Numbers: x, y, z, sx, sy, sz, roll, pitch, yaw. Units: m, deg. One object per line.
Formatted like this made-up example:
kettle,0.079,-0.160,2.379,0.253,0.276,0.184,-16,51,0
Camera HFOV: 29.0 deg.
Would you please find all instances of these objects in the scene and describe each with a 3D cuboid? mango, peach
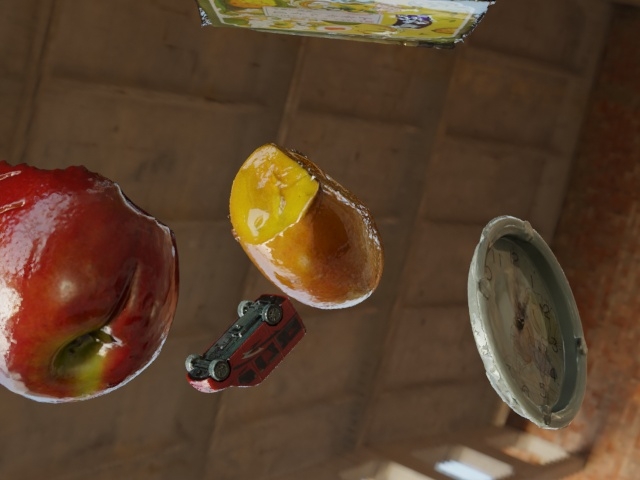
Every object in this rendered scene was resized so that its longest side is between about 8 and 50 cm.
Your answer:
mango,0.000,0.000,1.496,0.138,0.187,0.257,-37,-43,10
peach,-0.218,0.016,1.016,0.190,0.226,0.196,-3,-47,-27

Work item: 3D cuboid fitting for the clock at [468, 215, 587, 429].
clock,0.214,0.091,1.336,0.236,0.053,0.236,32,-132,-43

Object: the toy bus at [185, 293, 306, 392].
toy bus,-0.114,0.168,1.888,0.195,0.081,0.089,-46,-62,-27

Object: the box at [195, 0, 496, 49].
box,0.025,-0.381,1.771,0.373,0.421,0.138,139,135,-89
